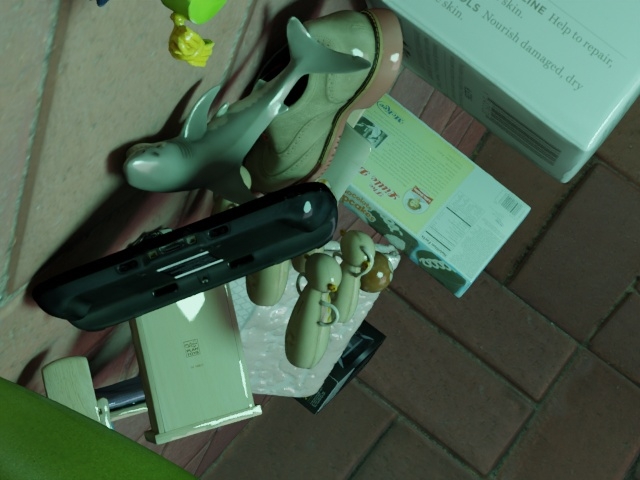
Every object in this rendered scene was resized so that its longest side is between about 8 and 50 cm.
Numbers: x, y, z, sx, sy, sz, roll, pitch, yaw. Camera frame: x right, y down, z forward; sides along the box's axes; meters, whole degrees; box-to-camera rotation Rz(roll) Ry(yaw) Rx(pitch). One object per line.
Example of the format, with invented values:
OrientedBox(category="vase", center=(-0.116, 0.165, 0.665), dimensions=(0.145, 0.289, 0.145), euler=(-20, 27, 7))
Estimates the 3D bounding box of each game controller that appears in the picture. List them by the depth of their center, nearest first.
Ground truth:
OrientedBox(category="game controller", center=(-0.134, 0.013, 1.249), dimensions=(0.319, 0.067, 0.166), euler=(-21, 162, 4))

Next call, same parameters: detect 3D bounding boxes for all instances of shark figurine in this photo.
OrientedBox(category="shark figurine", center=(-0.080, -0.100, 1.260), dimensions=(0.278, 0.116, 0.166), euler=(-38, 169, -22))

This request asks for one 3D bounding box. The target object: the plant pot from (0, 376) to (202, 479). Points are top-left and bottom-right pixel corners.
OrientedBox(category="plant pot", center=(-0.276, 0.294, 1.087), dimensions=(0.366, 0.353, 0.366), euler=(-50, 172, -10))

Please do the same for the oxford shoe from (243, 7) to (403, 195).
OrientedBox(category="oxford shoe", center=(-0.037, -0.162, 1.431), dimensions=(0.130, 0.123, 0.348), euler=(-1, 151, -28))

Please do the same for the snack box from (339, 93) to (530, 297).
OrientedBox(category="snack box", center=(0.147, -0.081, 1.877), dimensions=(0.187, 0.322, 0.060), euler=(-46, 172, -32))

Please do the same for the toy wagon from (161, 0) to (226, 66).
OrientedBox(category="toy wagon", center=(-0.034, -0.288, 0.854), dimensions=(0.344, 0.068, 0.267), euler=(-60, 170, 3))

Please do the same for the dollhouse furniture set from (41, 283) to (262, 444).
OrientedBox(category="dollhouse furniture set", center=(-0.254, 0.143, 1.531), dimensions=(0.286, 0.198, 0.303), euler=(-13, -177, -25))

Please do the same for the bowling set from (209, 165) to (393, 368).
OrientedBox(category="bowling set", center=(0.000, 0.000, 1.449), dimensions=(0.199, 0.287, 0.154), euler=(-14, 135, -32))

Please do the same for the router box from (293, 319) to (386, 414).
OrientedBox(category="router box", center=(-0.035, 0.168, 2.190), dimensions=(0.081, 0.243, 0.309), euler=(-56, 170, 19))

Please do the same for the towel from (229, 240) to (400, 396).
OrientedBox(category="towel", center=(-0.075, 0.125, 1.851), dimensions=(0.317, 0.053, 0.332), euler=(4, 134, -31))

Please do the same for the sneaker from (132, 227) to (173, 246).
OrientedBox(category="sneaker", center=(-0.194, 0.005, 1.417), dimensions=(0.083, 0.032, 0.037), euler=(-44, 168, -46))

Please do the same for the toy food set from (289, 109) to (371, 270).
OrientedBox(category="toy food set", center=(0.008, -0.095, 1.657), dimensions=(0.220, 0.092, 0.306), euler=(-55, -170, 20))

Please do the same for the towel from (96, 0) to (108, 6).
OrientedBox(category="towel", center=(-0.129, -0.222, 0.871), dimensions=(0.119, 0.029, 0.067), euler=(-46, 168, -34))

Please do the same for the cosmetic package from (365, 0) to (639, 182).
OrientedBox(category="cosmetic package", center=(0.301, -0.332, 1.471), dimensions=(0.394, 0.327, 0.329), euler=(-52, 171, 0))
